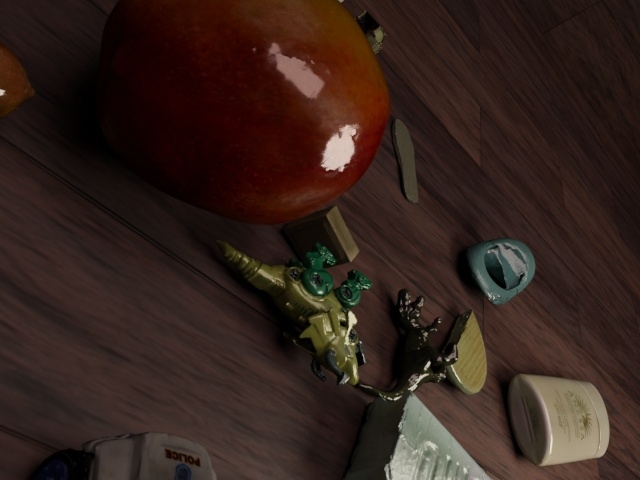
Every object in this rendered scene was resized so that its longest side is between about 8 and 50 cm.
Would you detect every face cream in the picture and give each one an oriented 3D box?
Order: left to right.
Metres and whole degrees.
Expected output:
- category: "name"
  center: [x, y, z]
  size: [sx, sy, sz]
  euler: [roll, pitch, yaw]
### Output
- category: "face cream"
  center: [0.507, 0.371, 1.290]
  size: [0.349, 0.081, 0.173]
  euler: [17, 57, -45]

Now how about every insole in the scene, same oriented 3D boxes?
- category: "insole"
  center: [0.171, -0.161, 1.243]
  size: [0.063, 0.010, 0.191]
  euler: [22, 55, -42]

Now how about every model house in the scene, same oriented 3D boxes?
- category: "model house"
  center: [0.104, -0.424, 1.284]
  size: [0.083, 0.057, 0.058]
  euler: [54, 6, 17]

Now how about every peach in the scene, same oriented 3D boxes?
- category: "peach"
  center: [-0.090, -0.161, 0.692]
  size: [0.332, 0.308, 0.307]
  euler: [-3, 73, -47]

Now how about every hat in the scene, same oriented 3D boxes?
- category: "hat"
  center: [0.365, 0.067, 1.302]
  size: [0.191, 0.078, 0.138]
  euler: [-16, 74, -34]

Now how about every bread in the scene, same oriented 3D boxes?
- category: "bread"
  center: [0.263, 0.217, 1.121]
  size: [0.112, 0.036, 0.193]
  euler: [63, 33, -10]

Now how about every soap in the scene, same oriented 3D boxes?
- category: "soap"
  center: [0.151, 0.345, 0.859]
  size: [0.261, 0.094, 0.150]
  euler: [50, 39, -20]

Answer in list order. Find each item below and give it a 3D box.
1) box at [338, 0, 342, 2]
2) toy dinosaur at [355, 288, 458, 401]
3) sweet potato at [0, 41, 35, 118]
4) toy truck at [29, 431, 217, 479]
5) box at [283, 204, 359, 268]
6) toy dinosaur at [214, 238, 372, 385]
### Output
- category: "box"
  center: [-0.069, -0.484, 0.954]
  size: [0.143, 0.225, 0.341]
  euler: [25, 52, -39]
- category: "toy dinosaur"
  center: [0.118, 0.174, 0.983]
  size: [0.179, 0.087, 0.187]
  euler: [-1, 48, -13]
- category: "sweet potato"
  center: [-0.381, -0.133, 0.492]
  size: [0.292, 0.097, 0.097]
  euler: [-17, 84, -45]
- category: "toy truck"
  center: [-0.138, 0.259, 0.485]
  size: [0.161, 0.177, 0.213]
  euler: [30, 49, -36]
- category: "box"
  center: [0.000, 0.000, 0.879]
  size: [0.079, 0.083, 0.035]
  euler: [62, 37, -18]
- category: "toy dinosaur"
  center: [-0.027, 0.067, 0.813]
  size: [0.259, 0.094, 0.153]
  euler: [44, 37, -12]
